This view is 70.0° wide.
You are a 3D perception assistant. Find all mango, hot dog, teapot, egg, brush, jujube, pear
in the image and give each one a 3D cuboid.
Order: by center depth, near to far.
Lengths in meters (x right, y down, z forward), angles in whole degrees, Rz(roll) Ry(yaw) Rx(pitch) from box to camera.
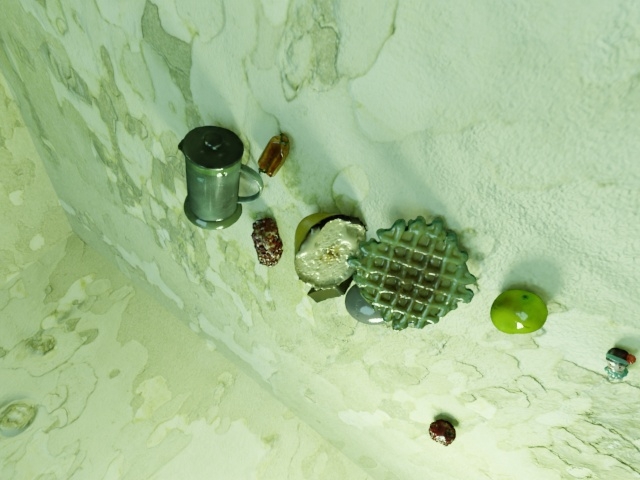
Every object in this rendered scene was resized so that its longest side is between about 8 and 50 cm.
[{"bbox_3d":[0.487,0.181,1.145,0.117,0.089,0.163,44,149,-3],"label":"mango"},{"bbox_3d":[-0.134,-0.245,1.330,0.072,0.055,0.188,47,148,-2],"label":"hot dog"},{"bbox_3d":[-0.001,0.002,1.388,0.178,0.267,0.266,46,158,44],"label":"pear"},{"bbox_3d":[0.172,0.193,1.444,0.199,0.146,0.146,-9,124,29],"label":"egg"},{"bbox_3d":[-0.319,-0.200,1.480,0.271,0.200,0.337,14,145,-4],"label":"teapot"},{"bbox_3d":[0.041,0.143,1.548,0.059,0.123,0.197,44,149,-11],"label":"brush"},{"bbox_3d":[0.490,0.778,1.865,0.104,0.104,0.166,41,159,1],"label":"jujube"}]

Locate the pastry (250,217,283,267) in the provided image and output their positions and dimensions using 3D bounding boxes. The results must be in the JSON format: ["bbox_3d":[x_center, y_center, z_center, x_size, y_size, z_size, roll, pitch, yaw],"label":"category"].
[{"bbox_3d":[-0.191,0.013,1.662,0.097,0.115,0.208,14,138,19],"label":"pastry"}]

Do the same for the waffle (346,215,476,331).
[{"bbox_3d":[0.241,0.088,1.191,0.292,0.056,0.309,-30,103,14],"label":"waffle"}]

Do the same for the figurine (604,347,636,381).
[{"bbox_3d":[0.712,0.298,1.088,0.060,0.047,0.105,23,147,43],"label":"figurine"}]
